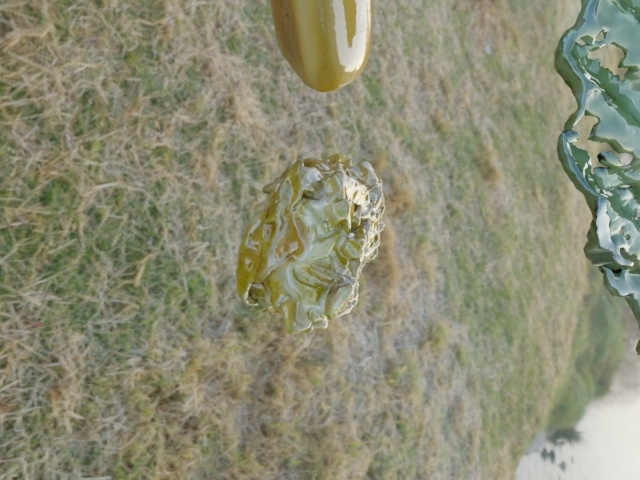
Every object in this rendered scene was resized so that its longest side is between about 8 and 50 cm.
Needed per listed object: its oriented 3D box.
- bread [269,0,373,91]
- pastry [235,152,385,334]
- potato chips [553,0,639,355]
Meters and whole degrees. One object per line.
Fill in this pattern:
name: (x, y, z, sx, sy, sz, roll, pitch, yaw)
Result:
bread: (-0.003, -0.218, 0.514, 0.093, 0.073, 0.239, 59, -13, 33)
pastry: (0.000, 0.000, 0.642, 0.250, 0.102, 0.154, -38, 140, -79)
potato chips: (0.334, -0.096, 0.531, 0.389, 0.373, 0.097, 57, 0, -38)
